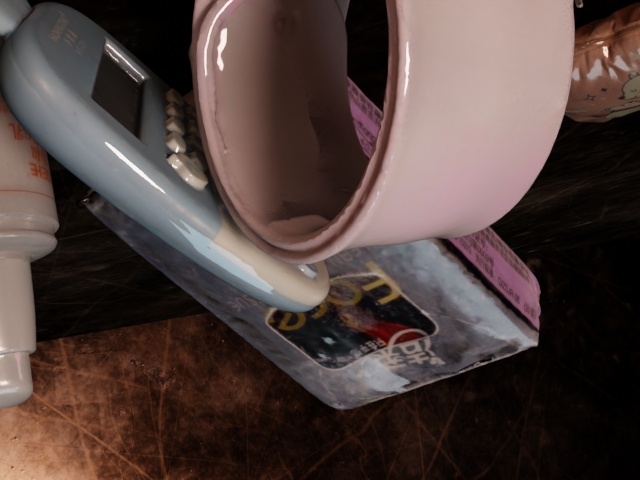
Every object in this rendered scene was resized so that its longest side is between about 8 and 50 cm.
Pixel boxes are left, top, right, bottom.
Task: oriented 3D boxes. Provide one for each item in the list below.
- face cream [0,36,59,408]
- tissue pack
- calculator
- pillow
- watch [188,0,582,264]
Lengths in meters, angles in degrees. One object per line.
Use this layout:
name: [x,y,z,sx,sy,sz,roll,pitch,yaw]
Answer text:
face cream: [-0.216,-0.022,0.531,0.101,0.252,0.101,-13,170,-2]
tissue pack: [0.000,0.000,0.778,0.259,0.122,0.361,-24,125,37]
calculator: [-0.104,-0.061,0.532,0.042,0.302,0.188,-45,-155,14]
pillow: [0.318,-0.179,0.844,0.236,0.084,0.223,-18,171,38]
watch: [0.008,-0.110,0.409,0.196,0.231,0.244,-6,172,-30]
